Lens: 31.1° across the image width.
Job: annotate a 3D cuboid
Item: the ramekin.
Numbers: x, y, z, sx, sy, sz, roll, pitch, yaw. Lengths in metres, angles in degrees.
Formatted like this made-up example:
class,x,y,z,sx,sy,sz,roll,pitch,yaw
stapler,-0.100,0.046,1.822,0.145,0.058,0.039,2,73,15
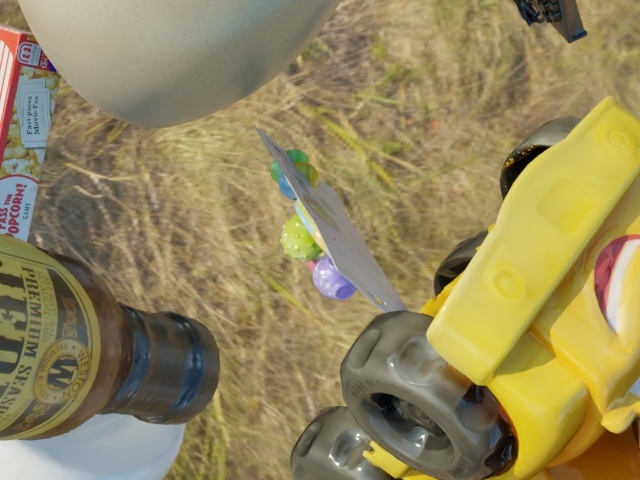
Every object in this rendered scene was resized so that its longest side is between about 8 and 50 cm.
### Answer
class,x,y,z,sx,sy,sz,roll,pitch,yaw
ramekin,-0.266,0.170,1.109,0.277,0.277,0.135,29,121,-18

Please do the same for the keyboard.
class,x,y,z,sx,sy,sz,roll,pitch,yaw
keyboard,0.167,-0.307,1.166,0.033,0.317,0.201,-35,146,5

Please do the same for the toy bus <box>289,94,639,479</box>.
class,x,y,z,sx,sy,sz,roll,pitch,yaw
toy bus,0.115,0.085,0.456,0.211,0.220,0.149,38,60,11

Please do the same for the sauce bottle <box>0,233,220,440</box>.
class,x,y,z,sx,sy,sz,roll,pitch,yaw
sauce bottle,-0.179,0.046,0.590,0.344,0.111,0.111,18,86,-55

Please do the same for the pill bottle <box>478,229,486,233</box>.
class,x,y,z,sx,sy,sz,roll,pitch,yaw
pill bottle,0.312,0.076,1.404,0.272,0.152,0.152,16,88,-5

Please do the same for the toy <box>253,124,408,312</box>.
class,x,y,z,sx,sy,sz,roll,pitch,yaw
toy,0.000,0.000,1.080,0.056,0.237,0.137,-40,132,14

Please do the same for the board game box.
class,x,y,z,sx,sy,sz,roll,pitch,yaw
board game box,-0.281,-0.086,0.971,0.045,0.147,0.193,7,100,-39

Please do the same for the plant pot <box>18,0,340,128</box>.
class,x,y,z,sx,sy,sz,roll,pitch,yaw
plant pot,-0.080,-0.243,0.916,0.284,0.191,0.284,10,77,-53
